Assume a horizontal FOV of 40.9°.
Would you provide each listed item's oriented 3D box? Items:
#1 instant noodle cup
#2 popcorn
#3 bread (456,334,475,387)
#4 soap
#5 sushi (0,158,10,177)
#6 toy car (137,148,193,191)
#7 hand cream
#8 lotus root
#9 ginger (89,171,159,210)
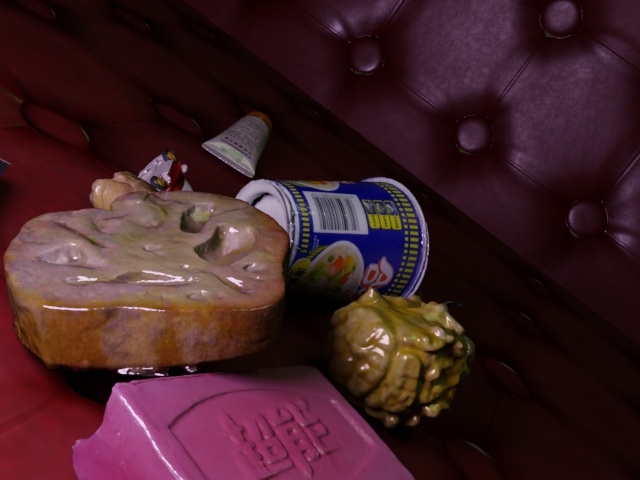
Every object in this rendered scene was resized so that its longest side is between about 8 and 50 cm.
[{"bbox_3d":[0.000,0.000,1.612,0.312,0.284,0.284,6,33,-43],"label":"instant noodle cup"},{"bbox_3d":[0.128,0.180,1.404,0.249,0.225,0.249,26,22,-11],"label":"popcorn"},{"bbox_3d":[0.254,0.228,1.696,0.103,0.110,0.156,34,17,13],"label":"bread"},{"bbox_3d":[-0.073,0.269,0.980,0.233,0.128,0.359,46,22,29],"label":"soap"},{"bbox_3d":[-0.606,-0.108,1.077,0.359,0.064,0.343,29,15,-16],"label":"sushi"},{"bbox_3d":[-0.279,-0.080,1.543,0.112,0.112,0.139,44,23,-26],"label":"toy car"},{"bbox_3d":[-0.185,-0.238,2.113,0.139,0.089,0.314,34,22,-2],"label":"hand cream"},{"bbox_3d":[-0.203,0.047,1.098,0.374,0.111,0.390,23,30,31],"label":"lotus root"},{"bbox_3d":[-0.267,-0.015,1.372,0.263,0.109,0.116,47,-3,29],"label":"ginger"}]
